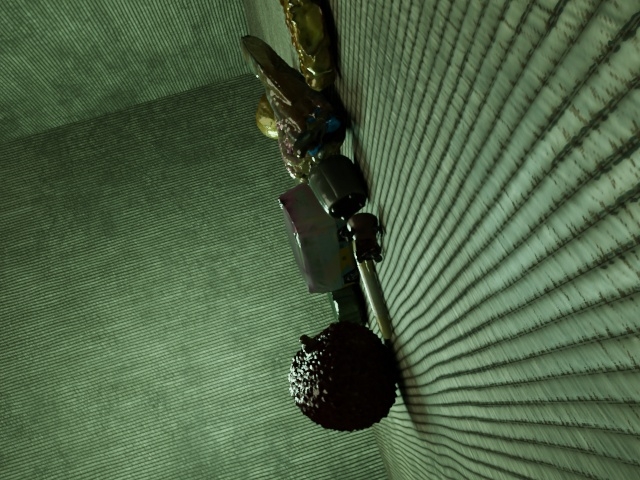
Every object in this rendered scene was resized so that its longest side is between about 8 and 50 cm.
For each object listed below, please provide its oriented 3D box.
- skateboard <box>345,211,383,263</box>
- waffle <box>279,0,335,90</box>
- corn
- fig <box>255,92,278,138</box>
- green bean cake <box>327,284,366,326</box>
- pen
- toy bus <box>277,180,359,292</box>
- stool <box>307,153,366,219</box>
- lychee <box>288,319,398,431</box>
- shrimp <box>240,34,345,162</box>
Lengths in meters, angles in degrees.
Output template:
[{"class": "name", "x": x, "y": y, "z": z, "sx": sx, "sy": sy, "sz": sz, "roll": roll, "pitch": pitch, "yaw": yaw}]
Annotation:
[{"class": "skateboard", "x": 0.082, "y": -0.010, "z": 1.012, "sx": 0.151, "sy": 0.067, "sz": 0.080, "roll": 72, "pitch": -171, "yaw": -63}, {"class": "waffle", "x": -0.035, "y": -0.407, "z": 0.911, "sx": 0.309, "sy": 0.065, "sz": 0.283, "roll": 71, "pitch": -179, "yaw": -53}, {"class": "corn", "x": -0.053, "y": -0.284, "z": 1.282, "sx": 0.127, "sy": 0.126, "sz": 0.335, "roll": 78, "pitch": 175, "yaw": -53}, {"class": "fig", "x": -0.084, "y": -0.340, "z": 1.573, "sx": 0.257, "sy": 0.159, "sz": 0.159, "roll": 50, "pitch": 163, "yaw": 34}, {"class": "green bean cake", "x": 0.070, "y": 0.181, "z": 1.662, "sx": 0.185, "sy": 0.094, "sz": 0.184, "roll": 71, "pitch": -179, "yaw": -51}, {"class": "pen", "x": 0.117, "y": 0.105, "z": 1.195, "sx": 0.040, "sy": 0.032, "sz": 0.234, "roll": -25, "pitch": 83, "yaw": 63}, {"class": "toy bus", "x": 0.000, "y": 0.000, "z": 1.457, "sx": 0.386, "sy": 0.162, "sz": 0.171, "roll": 78, "pitch": 173, "yaw": -56}, {"class": "stool", "x": 0.034, "y": -0.100, "z": 1.020, "sx": 0.096, "sy": 0.096, "sz": 0.110, "roll": 79, "pitch": 167, "yaw": -58}, {"class": "lychee", "x": 0.055, "y": 0.339, "z": 1.355, "sx": 0.304, "sy": 0.275, "sz": 0.276, "roll": 48, "pitch": -178, "yaw": -13}, {"class": "shrimp", "x": -0.055, "y": -0.288, "z": 1.062, "sx": 0.221, "sy": 0.110, "sz": 0.446, "roll": 36, "pitch": -163, "yaw": -38}]
